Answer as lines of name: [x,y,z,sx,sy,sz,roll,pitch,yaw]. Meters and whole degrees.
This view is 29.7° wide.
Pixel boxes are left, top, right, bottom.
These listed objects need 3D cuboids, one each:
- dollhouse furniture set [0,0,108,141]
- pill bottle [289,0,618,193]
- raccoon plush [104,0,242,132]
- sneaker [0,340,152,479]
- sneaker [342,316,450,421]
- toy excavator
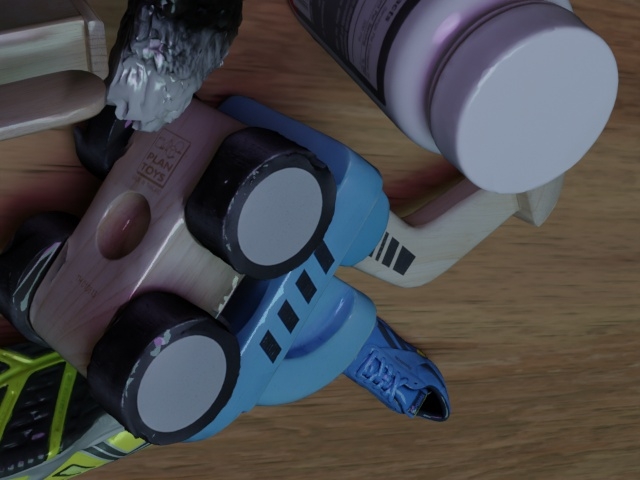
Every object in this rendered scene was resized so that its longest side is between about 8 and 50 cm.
dollhouse furniture set: [-0.235,-0.004,0.872,0.174,0.303,0.355,-16,131,-21]
pill bottle: [0.098,-0.167,0.951,0.161,0.283,0.161,-16,131,-19]
raccoon plush: [0.054,-0.260,0.859,0.299,0.216,0.446,18,116,-20]
sneaker: [-0.197,0.138,1.149,0.385,0.145,0.147,-12,160,-26]
sneaker: [0.074,0.143,1.324,0.069,0.082,0.209,-46,132,12]
toy excavator: [0.000,0.000,1.082,0.445,0.222,0.433,34,87,-49]
